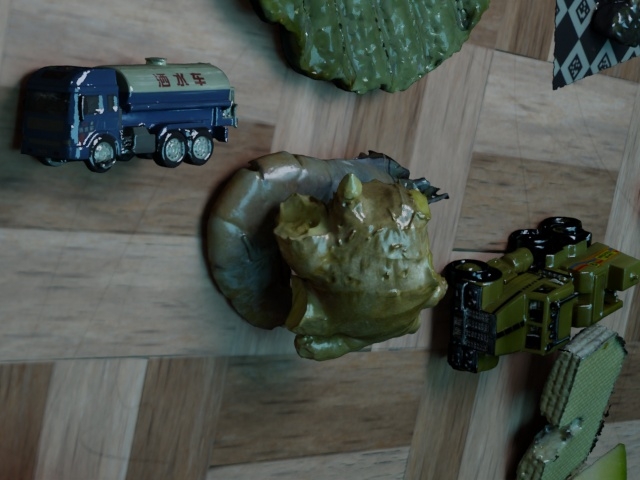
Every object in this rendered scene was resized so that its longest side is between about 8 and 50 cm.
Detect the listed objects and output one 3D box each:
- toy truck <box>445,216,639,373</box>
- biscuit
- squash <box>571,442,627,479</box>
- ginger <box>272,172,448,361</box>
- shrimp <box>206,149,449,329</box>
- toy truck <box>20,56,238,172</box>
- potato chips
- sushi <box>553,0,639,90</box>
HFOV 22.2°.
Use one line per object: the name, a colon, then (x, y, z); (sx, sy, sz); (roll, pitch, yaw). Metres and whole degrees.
toy truck: (0.244, 0.068, 1.836); (0.257, 0.127, 0.127); (-18, 118, -43)
biscuit: (0.304, 0.201, 1.966); (0.147, 0.046, 0.250); (-30, 143, -43)
squash: (0.264, 0.368, 2.018); (0.289, 0.203, 0.111); (-75, 176, -48)
ginger: (0.035, 0.018, 1.483); (0.102, 0.157, 0.216); (-99, -179, -49)
shrimp: (0.006, 0.003, 1.561); (0.289, 0.075, 0.178); (-5, 115, -51)
toy truck: (-0.147, -0.104, 1.325); (0.201, 0.074, 0.088); (-8, 105, -50)
potato chips: (0.045, -0.318, 1.491); (0.358, 0.070, 0.429); (-44, 134, -35)
sushi: (0.356, -0.301, 1.899); (0.231, 0.047, 0.220); (-24, 121, -45)
